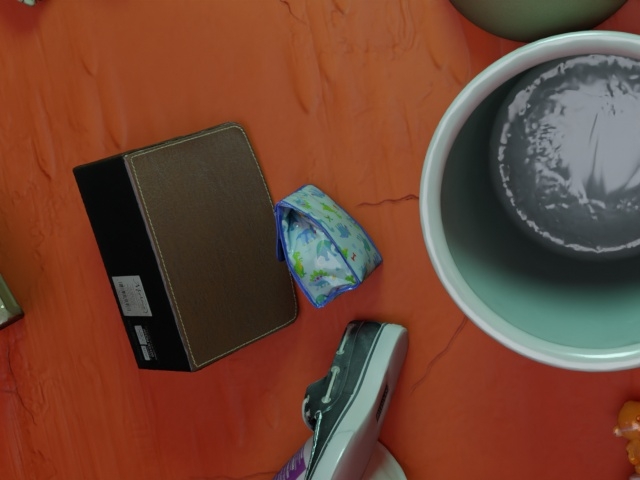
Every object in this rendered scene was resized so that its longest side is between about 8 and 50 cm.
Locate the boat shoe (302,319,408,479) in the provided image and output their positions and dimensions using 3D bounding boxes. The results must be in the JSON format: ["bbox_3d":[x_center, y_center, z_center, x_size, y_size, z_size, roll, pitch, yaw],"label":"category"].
[{"bbox_3d":[0.025,0.225,1.363,0.102,0.301,0.108,11,142,20],"label":"boat shoe"}]

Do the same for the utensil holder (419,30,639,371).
[{"bbox_3d":[0.307,-0.072,1.142,0.328,0.385,0.327,4,104,17],"label":"utensil holder"}]

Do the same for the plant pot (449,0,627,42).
[{"bbox_3d":[0.247,-0.371,1.195,0.284,0.191,0.284,4,103,16],"label":"plant pot"}]

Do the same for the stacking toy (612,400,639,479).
[{"bbox_3d":[0.451,0.353,1.337,0.175,0.166,0.301,-20,85,5],"label":"stacking toy"}]

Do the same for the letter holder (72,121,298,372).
[{"bbox_3d":[-0.179,0.005,1.449,0.152,0.214,0.301,-6,104,51],"label":"letter holder"}]

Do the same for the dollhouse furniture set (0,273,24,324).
[{"bbox_3d":[-0.683,0.101,1.511,0.394,0.362,0.256,-30,91,-9],"label":"dollhouse furniture set"}]

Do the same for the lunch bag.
[{"bbox_3d":[0.000,0.000,1.389,0.096,0.129,0.151,-29,94,20],"label":"lunch bag"}]

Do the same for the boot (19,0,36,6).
[{"bbox_3d":[-0.369,-0.400,1.435,0.213,0.077,0.165,32,109,13],"label":"boot"}]

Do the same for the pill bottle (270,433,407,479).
[{"bbox_3d":[-0.024,0.416,1.473,0.169,0.169,0.301,41,111,4],"label":"pill bottle"}]
